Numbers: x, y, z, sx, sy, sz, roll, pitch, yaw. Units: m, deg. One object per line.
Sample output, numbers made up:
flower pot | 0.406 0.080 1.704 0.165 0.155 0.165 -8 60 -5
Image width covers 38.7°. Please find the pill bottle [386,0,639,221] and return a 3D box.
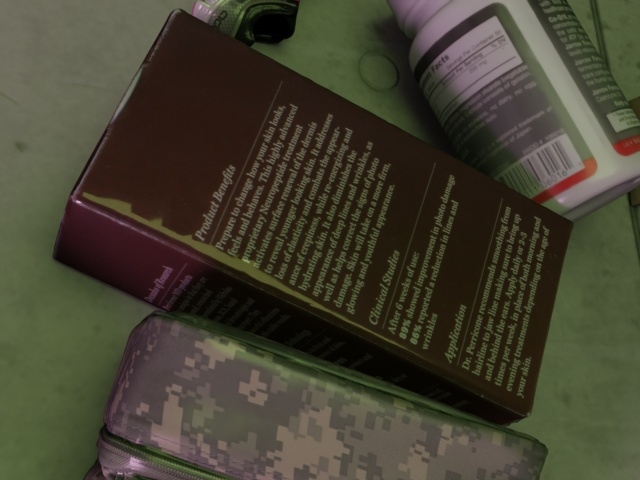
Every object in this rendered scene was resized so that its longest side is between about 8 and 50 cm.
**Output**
pill bottle | 0.185 -0.153 0.878 0.161 0.161 0.283 -21 77 -29

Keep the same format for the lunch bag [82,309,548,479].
lunch bag | -0.023 0.213 0.617 0.305 0.212 0.256 22 79 -12

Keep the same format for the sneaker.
sneaker | -0.039 -0.231 0.875 0.170 0.063 0.075 -38 86 -26

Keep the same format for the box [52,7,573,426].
box | 0.000 0.000 0.750 0.381 0.143 0.191 28 61 -12

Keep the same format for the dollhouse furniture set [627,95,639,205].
dollhouse furniture set | 0.439 -0.097 0.989 0.151 0.144 0.123 16 67 -33
